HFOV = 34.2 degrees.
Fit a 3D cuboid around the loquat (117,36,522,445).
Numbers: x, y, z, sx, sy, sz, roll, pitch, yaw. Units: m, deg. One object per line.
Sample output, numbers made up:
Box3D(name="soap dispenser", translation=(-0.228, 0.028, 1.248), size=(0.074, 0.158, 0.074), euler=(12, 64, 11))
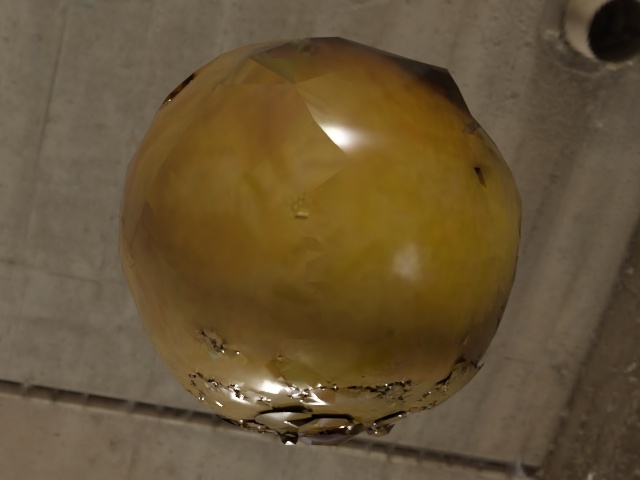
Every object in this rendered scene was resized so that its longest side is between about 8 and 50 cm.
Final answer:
Box3D(name="loquat", translation=(0.000, 0.000, 0.588), size=(0.235, 0.235, 0.235), euler=(-168, 90, -77))
